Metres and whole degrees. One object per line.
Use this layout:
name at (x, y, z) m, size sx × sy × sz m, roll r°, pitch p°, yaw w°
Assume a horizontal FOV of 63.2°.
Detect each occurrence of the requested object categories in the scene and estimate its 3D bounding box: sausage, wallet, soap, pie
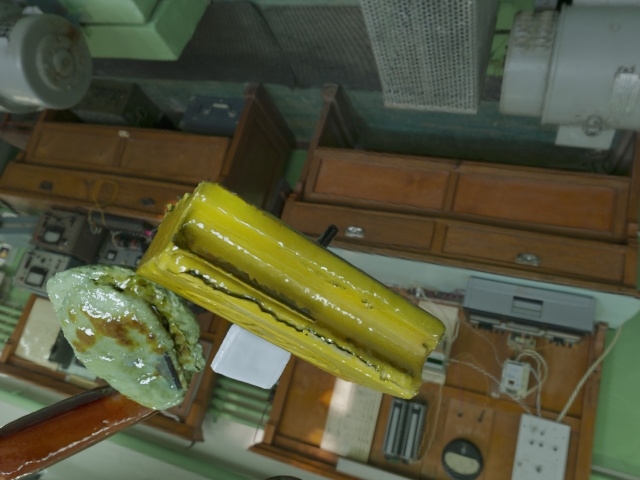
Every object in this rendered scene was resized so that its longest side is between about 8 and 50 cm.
sausage at (-0.353, 0.271, 0.789) m, size 0.299 × 0.084 × 0.089 m, roll -18°, pitch 171°, yaw -30°
wallet at (-0.150, 0.260, 1.173) m, size 0.182 × 0.124 × 0.031 m, roll 31°, pitch 174°, yaw -40°
soap at (-0.041, 0.065, 0.596) m, size 0.324 × 0.096 × 0.204 m, roll 32°, pitch 161°, yaw -19°
pie at (-0.254, 0.132, 0.689) m, size 0.200 × 0.090 × 0.248 m, roll -4°, pitch 124°, yaw 21°

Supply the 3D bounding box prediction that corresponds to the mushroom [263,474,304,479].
mushroom at (-0.090, 0.657, 1.099) m, size 0.278 × 0.297 × 0.163 m, roll 16°, pitch 172°, yaw -40°

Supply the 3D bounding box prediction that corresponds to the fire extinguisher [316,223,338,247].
fire extinguisher at (0.005, 0.004, 1.017) m, size 0.032 × 0.100 × 0.046 m, roll 46°, pitch 147°, yaw -13°
